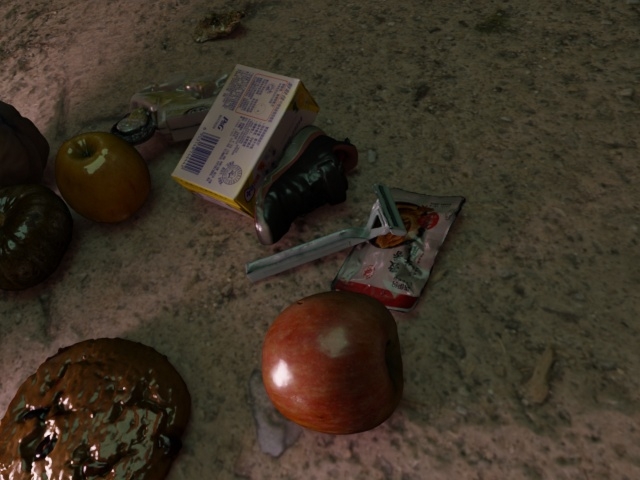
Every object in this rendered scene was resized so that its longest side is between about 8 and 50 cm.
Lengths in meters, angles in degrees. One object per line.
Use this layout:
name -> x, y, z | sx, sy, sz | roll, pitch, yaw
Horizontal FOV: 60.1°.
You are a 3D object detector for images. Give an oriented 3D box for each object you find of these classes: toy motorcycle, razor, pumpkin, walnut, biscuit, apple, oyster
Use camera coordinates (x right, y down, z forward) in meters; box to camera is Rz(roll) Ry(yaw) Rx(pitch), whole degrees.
toy motorcycle -> -0.290, -0.300, 1.218 | 0.341, 0.108, 0.223 | -14, 42, -4
razor -> 0.003, 0.007, 0.934 | 0.278, 0.056, 0.111 | -25, 47, 11
pumpkin -> -0.584, -0.018, 1.042 | 0.219, 0.162, 0.219 | -8, 56, 11
walnut -> -0.703, -0.170, 1.143 | 0.248, 0.248, 0.248 | -7, 52, 9
biscuit -> -0.340, 0.268, 0.814 | 0.296, 0.075, 0.296 | -7, 52, 9
apple -> 0.017, 0.161, 0.740 | 0.174, 0.188, 0.188 | -5, 52, 23
apple -> -0.429, -0.127, 1.086 | 0.182, 0.155, 0.182 | -5, 47, 5
oyster -> -0.262, -0.577, 1.461 | 0.166, 0.053, 0.108 | -2, 42, 21

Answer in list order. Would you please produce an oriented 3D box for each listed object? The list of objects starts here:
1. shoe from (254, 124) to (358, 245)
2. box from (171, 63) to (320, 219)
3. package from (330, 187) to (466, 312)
shoe -> -0.017, -0.092, 0.992 | 0.137, 0.114, 0.291 | 14, 52, 22
box -> -0.140, -0.189, 1.056 | 0.168, 0.097, 0.265 | 21, 78, 27
package -> 0.132, 0.008, 0.922 | 0.154, 0.030, 0.239 | 13, 61, 35
